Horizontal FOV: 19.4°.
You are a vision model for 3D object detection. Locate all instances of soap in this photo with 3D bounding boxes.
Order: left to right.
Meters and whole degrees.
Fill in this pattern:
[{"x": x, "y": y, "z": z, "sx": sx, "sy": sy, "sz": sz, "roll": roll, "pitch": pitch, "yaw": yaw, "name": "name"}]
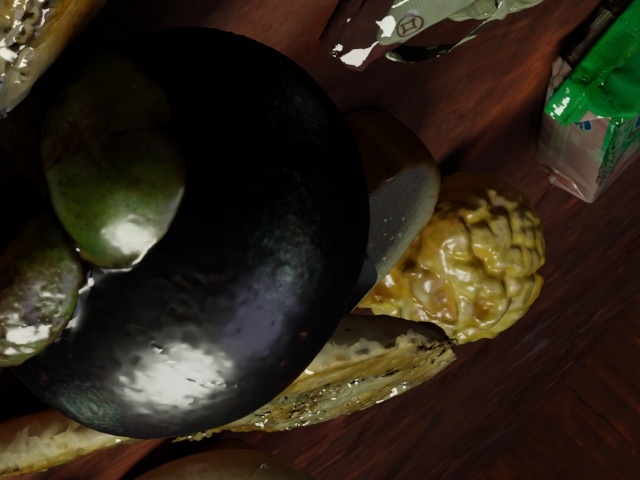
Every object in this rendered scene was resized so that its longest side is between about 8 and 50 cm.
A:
[{"x": 0.297, "y": -0.153, "z": 1.832, "sx": 0.218, "sy": 0.098, "sz": 0.273, "roll": -50, "pitch": 168, "yaw": -11, "name": "soap"}]

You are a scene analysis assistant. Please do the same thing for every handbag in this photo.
[{"x": 0.118, "y": -0.211, "z": 1.121, "sx": 0.213, "sy": 0.127, "sz": 0.235, "roll": -28, "pitch": 159, "yaw": -55, "name": "handbag"}]

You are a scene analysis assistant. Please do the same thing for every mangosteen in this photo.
[{"x": -0.090, "y": -0.008, "z": 0.959, "sx": 0.243, "sy": 0.243, "sz": 0.243, "roll": -42, "pitch": 165, "yaw": -14, "name": "mangosteen"}]

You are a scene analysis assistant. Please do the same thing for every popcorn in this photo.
[{"x": 0.121, "y": 0.019, "z": 1.733, "sx": 0.180, "sy": 0.180, "sz": 0.170, "roll": 118, "pitch": -6, "yaw": -47, "name": "popcorn"}]

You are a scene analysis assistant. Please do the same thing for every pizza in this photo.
[{"x": -0.110, "y": -0.141, "z": 0.831, "sx": 0.195, "sy": 0.052, "sz": 0.185, "roll": -55, "pitch": 170, "yaw": 17, "name": "pizza"}]

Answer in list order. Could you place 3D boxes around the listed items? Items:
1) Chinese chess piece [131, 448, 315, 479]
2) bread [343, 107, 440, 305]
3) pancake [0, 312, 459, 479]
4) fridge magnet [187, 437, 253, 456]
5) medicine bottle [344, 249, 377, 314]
[{"x": -0.104, "y": 0.307, "z": 1.727, "sx": 0.273, "sy": 0.102, "sz": 0.273, "roll": -15, "pitch": 139, "yaw": -13, "name": "Chinese chess piece"}, {"x": 0.000, "y": 0.000, "z": 1.471, "sx": 0.236, "sy": 0.070, "sz": 0.236, "roll": -41, "pitch": 164, "yaw": -15, "name": "bread"}, {"x": -0.066, "y": 0.109, "z": 1.321, "sx": 0.356, "sy": 0.065, "sz": 0.356, "roll": -10, "pitch": 173, "yaw": -1, "name": "pancake"}, {"x": -0.120, "y": 0.246, "z": 1.801, "sx": 0.143, "sy": 0.063, "sz": 0.143, "roll": -36, "pitch": 162, "yaw": -13, "name": "fridge magnet"}, {"x": -0.045, "y": 0.000, "z": 1.241, "sx": 0.083, "sy": 0.121, "sz": 0.229, "roll": -49, "pitch": 164, "yaw": 10, "name": "medicine bottle"}]
